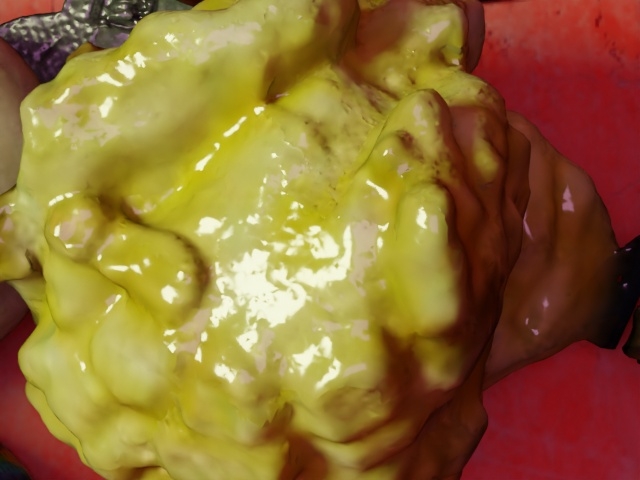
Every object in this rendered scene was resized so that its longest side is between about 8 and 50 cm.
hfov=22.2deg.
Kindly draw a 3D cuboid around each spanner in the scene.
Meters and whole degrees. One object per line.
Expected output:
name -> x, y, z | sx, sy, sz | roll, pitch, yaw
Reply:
spanner -> -0.020, -0.124, 0.857 | 0.325, 0.026, 0.093 | -8, 83, 1

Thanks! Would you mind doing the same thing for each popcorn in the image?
popcorn -> -0.008, -0.003, 0.739 | 0.237, 0.293, 0.293 | 29, 87, 23

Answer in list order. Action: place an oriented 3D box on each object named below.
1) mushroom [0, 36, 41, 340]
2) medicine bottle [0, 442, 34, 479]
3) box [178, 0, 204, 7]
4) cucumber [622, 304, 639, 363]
mushroom -> -0.213, -0.027, 0.767 | 0.206, 0.209, 0.206 | 4, 81, -28
medicine bottle -> -0.197, 0.123, 0.749 | 0.115, 0.219, 0.078 | 40, 88, 6
box -> -0.069, -0.182, 0.843 | 0.177, 0.036, 0.115 | 21, 71, 9
cucumber -> 0.239, -0.034, 0.792 | 0.134, 0.134, 0.244 | 15, 83, 4
